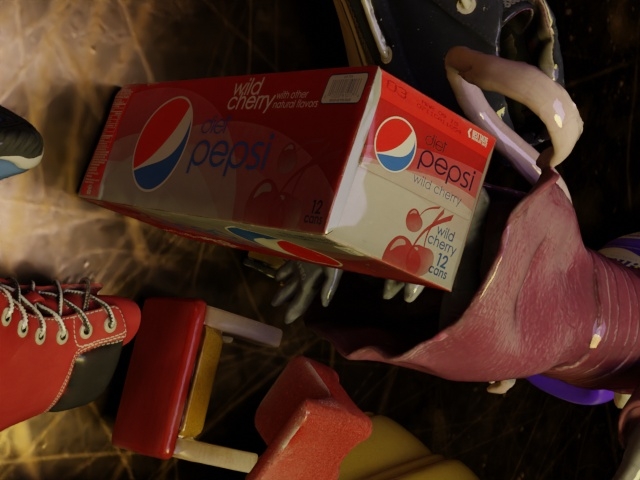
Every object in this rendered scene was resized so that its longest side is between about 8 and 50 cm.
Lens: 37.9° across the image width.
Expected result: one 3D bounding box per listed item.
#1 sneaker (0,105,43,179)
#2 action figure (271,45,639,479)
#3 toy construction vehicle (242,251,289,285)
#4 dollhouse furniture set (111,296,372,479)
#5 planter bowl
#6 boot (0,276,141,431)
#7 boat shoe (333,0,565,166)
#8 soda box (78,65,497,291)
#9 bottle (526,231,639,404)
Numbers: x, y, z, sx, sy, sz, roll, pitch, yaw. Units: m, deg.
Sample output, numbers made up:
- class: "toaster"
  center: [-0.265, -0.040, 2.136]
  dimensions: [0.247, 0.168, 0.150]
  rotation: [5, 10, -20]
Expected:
- class: "sneaker"
  center: [-0.252, -0.030, 0.494]
  dimensions: [0.211, 0.080, 0.081]
  rotation: [-15, 127, -35]
- class: "action figure"
  center: [0.167, 0.037, 0.656]
  dimensions: [0.370, 0.248, 0.276]
  rotation: [16, 107, -26]
- class: "toy construction vehicle"
  center: [0.000, 0.000, 0.705]
  dimensions: [0.098, 0.035, 0.086]
  rotation: [30, 78, -36]
- class: "dollhouse furniture set"
  center: [-0.092, 0.213, 0.519]
  dimensions: [0.152, 0.201, 0.374]
  rotation: [22, 74, -42]
- class: "planter bowl"
  center: [0.011, 0.185, 0.677]
  dimensions: [0.217, 0.217, 0.090]
  rotation: [-11, 67, -36]
- class: "boot"
  center: [-0.172, 0.026, 0.494]
  dimensions: [0.176, 0.088, 0.244]
  rotation: [-21, 147, -35]
- class: "boat shoe"
  center: [0.079, -0.205, 0.659]
  dimensions: [0.127, 0.158, 0.341]
  rotation: [-35, 116, -29]
- class: "soda box"
  center: [-0.033, -0.039, 0.529]
  dimensions: [0.092, 0.263, 0.084]
  rotation: [23, 82, -38]
- class: "bottle"
  center: [0.310, 0.048, 0.898]
  dimensions: [0.282, 0.118, 0.092]
  rotation: [-30, 118, -30]
